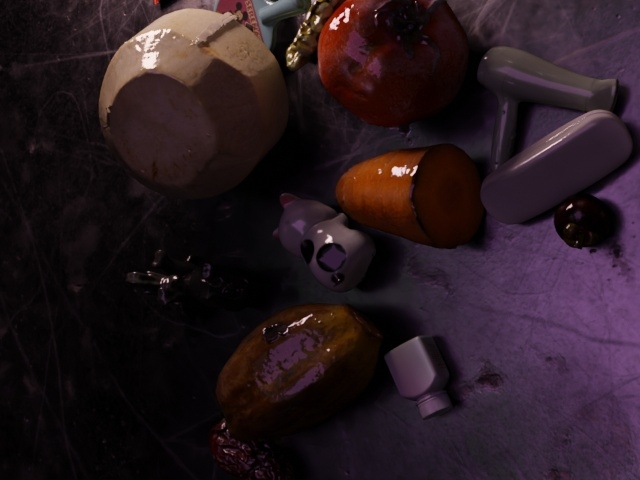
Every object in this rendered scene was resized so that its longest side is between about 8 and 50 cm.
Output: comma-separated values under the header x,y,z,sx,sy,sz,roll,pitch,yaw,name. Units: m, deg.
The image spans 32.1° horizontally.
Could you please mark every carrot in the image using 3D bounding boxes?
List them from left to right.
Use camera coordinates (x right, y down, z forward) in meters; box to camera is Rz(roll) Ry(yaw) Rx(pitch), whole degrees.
x,y,z,sx,sy,sz,roll,pitch,yaw,name
0.116,-0.066,1.726,0.225,0.159,0.159,0,87,43,carrot

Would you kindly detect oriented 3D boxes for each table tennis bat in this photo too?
x,y,z,sx,sy,sz,roll,pitch,yaw,name
-0.104,-0.380,1.908,0.244,0.040,0.152,-10,98,48,table tennis bat

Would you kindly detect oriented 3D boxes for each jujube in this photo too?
x,y,z,sx,sy,sz,roll,pitch,yaw,name
-0.116,0.367,1.870,0.166,0.104,0.104,44,110,16,jujube

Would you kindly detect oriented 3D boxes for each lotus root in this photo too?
x,y,z,sx,sy,sz,roll,pitch,yaw,name
-0.034,0.201,1.779,0.291,0.193,0.193,-35,69,26,lotus root

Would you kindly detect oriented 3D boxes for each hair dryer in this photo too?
x,y,z,sx,sy,sz,roll,pitch,yaw,name
0.313,-0.154,1.656,0.206,0.075,0.237,24,107,25,hair dryer

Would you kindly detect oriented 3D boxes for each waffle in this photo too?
x,y,z,sx,sy,sz,roll,pitch,yaw,name
0.014,-0.370,1.788,0.054,0.204,0.223,32,105,-5,waffle

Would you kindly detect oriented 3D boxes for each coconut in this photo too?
x,y,z,sx,sy,sz,roll,pitch,yaw,name
-0.208,-0.228,1.863,0.323,0.323,0.322,-2,86,33,coconut

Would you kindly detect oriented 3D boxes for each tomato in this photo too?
x,y,z,sx,sy,sz,roll,pitch,yaw,name
0.112,-0.278,1.701,0.188,0.232,0.232,133,124,-67,tomato

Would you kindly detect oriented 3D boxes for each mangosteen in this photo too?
x,y,z,sx,sy,sz,roll,pitch,yaw,name
0.373,-0.028,1.588,0.081,0.081,0.080,-2,86,33,mangosteen

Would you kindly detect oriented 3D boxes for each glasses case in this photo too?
x,y,z,sx,sy,sz,roll,pitch,yaw,name
0.339,-0.103,1.610,0.233,0.059,0.092,-34,111,27,glasses case

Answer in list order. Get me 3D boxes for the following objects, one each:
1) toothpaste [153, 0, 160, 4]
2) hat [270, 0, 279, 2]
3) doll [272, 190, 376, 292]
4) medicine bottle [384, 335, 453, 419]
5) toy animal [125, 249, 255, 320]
x,y,z,sx,sy,sz,roll,pitch,yaw,name
-0.245,-0.504,2.039,0.193,0.045,0.071,-23,66,36,toothpaste
-0.087,-0.449,1.923,0.076,0.059,0.077,-36,74,31,hat
0.006,0.003,1.809,0.181,0.107,0.110,45,132,33,doll
0.158,0.214,1.725,0.074,0.055,0.118,-34,69,26,medicine bottle
-0.223,0.083,1.926,0.245,0.146,0.114,16,89,31,toy animal
